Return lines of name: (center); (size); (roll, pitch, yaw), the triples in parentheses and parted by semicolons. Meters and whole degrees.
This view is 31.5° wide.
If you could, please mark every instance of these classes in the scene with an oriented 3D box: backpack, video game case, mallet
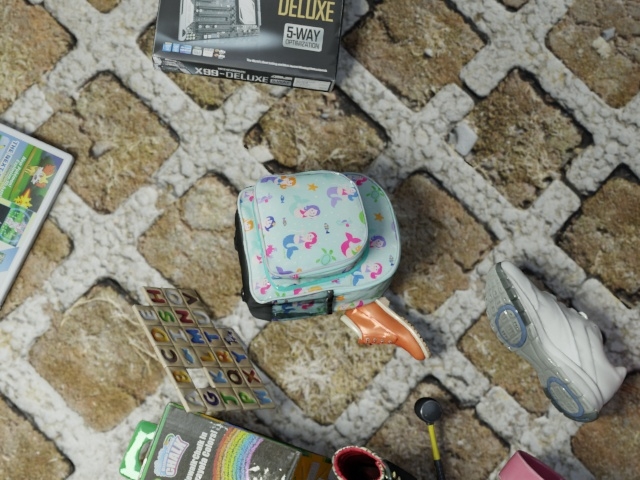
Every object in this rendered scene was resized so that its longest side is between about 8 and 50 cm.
backpack: (0.000, 0.000, 1.800); (0.254, 0.191, 0.225); (-5, 65, -12)
video game case: (-0.604, -0.051, 1.827); (0.300, 0.036, 0.329); (24, 78, -1)
mallet: (0.186, 0.345, 1.839); (0.039, 0.062, 0.189); (-11, 96, -6)

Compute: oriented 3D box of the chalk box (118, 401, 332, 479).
chalk box: (-0.160, 0.359, 1.706); (0.289, 0.179, 0.180); (17, 80, 21)

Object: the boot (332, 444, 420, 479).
boot: (0.130, 0.397, 1.707); (0.236, 0.178, 0.085); (29, 80, 31)

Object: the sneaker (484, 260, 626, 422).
sneaker: (0.382, 0.153, 1.867); (0.129, 0.111, 0.297); (-35, 89, -26)

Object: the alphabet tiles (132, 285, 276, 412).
alphabet tiles: (-0.186, 0.166, 1.758); (0.009, 0.198, 0.237); (-46, 60, 25)

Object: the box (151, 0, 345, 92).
box: (-0.115, -0.391, 1.911); (0.308, 0.076, 0.242); (8, 79, -4)

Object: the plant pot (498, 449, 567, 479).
plant pot: (0.331, 0.457, 1.760); (0.201, 0.201, 0.180); (38, 94, 2)

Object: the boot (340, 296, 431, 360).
boot: (0.107, 0.153, 1.852); (0.158, 0.059, 0.084); (43, 82, 11)
